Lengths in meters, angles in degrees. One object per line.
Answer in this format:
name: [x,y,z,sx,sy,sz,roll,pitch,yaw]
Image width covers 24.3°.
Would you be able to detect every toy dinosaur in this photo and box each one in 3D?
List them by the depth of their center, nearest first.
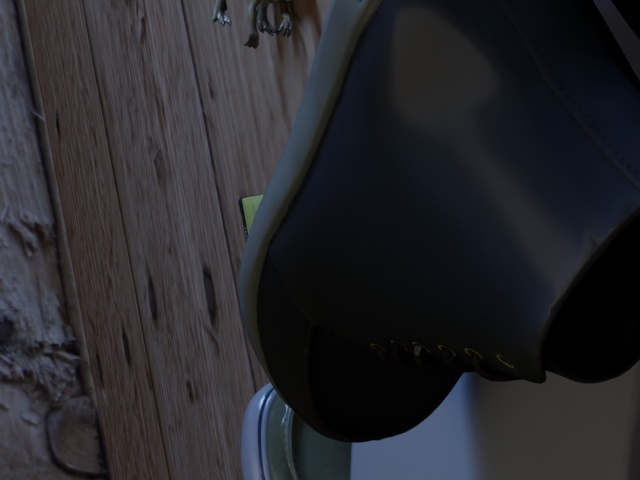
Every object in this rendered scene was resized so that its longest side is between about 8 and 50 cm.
toy dinosaur: [-0.049,-0.210,1.170,0.183,0.053,0.092,49,130,46]

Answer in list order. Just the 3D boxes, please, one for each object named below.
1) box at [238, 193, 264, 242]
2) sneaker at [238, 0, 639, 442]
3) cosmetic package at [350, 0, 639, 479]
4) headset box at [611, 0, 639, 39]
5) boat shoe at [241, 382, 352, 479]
box: [0.000,0.000,1.087,0.232,0.058,0.087,172,88,-73]
sneaker: [0.038,0.021,0.439,0.222,0.083,0.118,100,147,-49]
cosmetic package: [0.117,0.112,0.608,0.217,0.156,0.384,-130,35,-56]
headset box: [0.130,-0.081,0.268,0.283,0.131,0.246,43,-173,-37]
boat shoe: [0.038,0.228,1.058,0.094,0.109,0.302,-45,64,51]
